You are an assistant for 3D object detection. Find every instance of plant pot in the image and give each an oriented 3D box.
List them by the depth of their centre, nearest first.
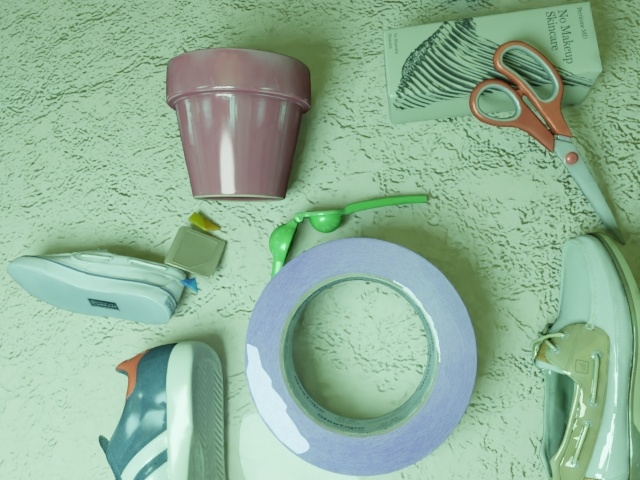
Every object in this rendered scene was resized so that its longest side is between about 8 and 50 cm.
[{"bbox_3d":[-0.113,-0.147,0.745,0.201,0.201,0.181,1,91,10],"label":"plant pot"}]

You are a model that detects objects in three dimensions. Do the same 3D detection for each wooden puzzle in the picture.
[{"bbox_3d":[-0.181,0.017,0.779,0.078,0.014,0.116,25,55,-2],"label":"wooden puzzle"}]

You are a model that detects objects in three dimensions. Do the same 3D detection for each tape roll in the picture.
[{"bbox_3d":[0.048,0.138,0.667,0.274,0.090,0.275,-1,82,5],"label":"tape roll"}]

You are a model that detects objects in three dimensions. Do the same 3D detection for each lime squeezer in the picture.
[{"bbox_3d":[0.000,0.000,0.748,0.310,0.059,0.110,-40,72,-3],"label":"lime squeezer"}]

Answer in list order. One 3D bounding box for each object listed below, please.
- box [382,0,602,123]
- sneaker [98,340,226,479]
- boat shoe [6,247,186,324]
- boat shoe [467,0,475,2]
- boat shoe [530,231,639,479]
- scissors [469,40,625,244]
[{"bbox_3d":[0.229,-0.243,0.749,0.274,0.094,0.113,-6,76,9],"label":"box"},{"bbox_3d":[-0.207,0.308,0.677,0.148,0.131,0.351,-8,69,15],"label":"sneaker"},{"bbox_3d":[-0.322,0.056,0.782,0.257,0.095,0.084,13,47,6],"label":"boat shoe"},{"bbox_3d":[0.167,-0.441,0.828,0.081,0.069,0.228,-27,72,-40],"label":"boat shoe"},{"bbox_3d":[0.307,0.138,0.628,0.103,0.113,0.303,-1,76,4],"label":"boat shoe"},{"bbox_3d":[0.319,-0.127,0.685,0.297,0.021,0.109,42,102,0],"label":"scissors"}]
